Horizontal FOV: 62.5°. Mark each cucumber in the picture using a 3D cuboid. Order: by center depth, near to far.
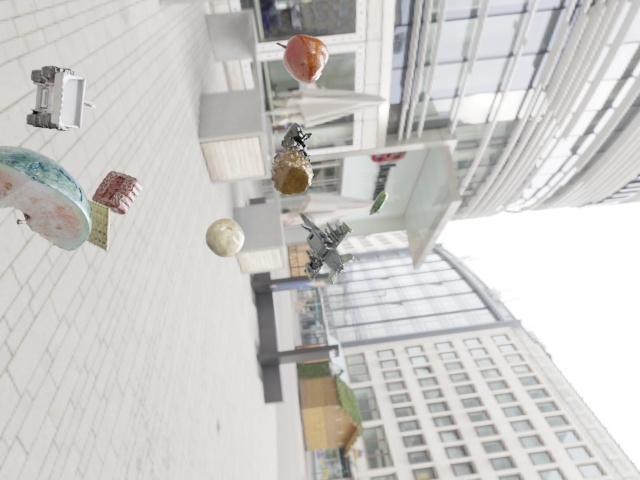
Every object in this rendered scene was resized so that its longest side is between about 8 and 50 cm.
[{"bbox_3d":[0.214,-0.138,1.942,0.155,0.037,0.037,119,-32,-55],"label":"cucumber"}]

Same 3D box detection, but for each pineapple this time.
[{"bbox_3d":[-0.070,-0.216,1.372,0.111,0.119,0.237,53,21,-32],"label":"pineapple"}]

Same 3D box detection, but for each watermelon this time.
[{"bbox_3d":[-0.662,-0.138,1.268,0.322,0.188,0.175,48,29,-48],"label":"watermelon"}]

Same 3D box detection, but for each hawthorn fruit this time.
[{"bbox_3d":[-0.083,-0.764,2.189,0.196,0.226,0.196,-60,-176,6],"label":"hawthorn fruit"}]

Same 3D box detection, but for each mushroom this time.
[{"bbox_3d":[-0.401,-0.012,2.208,0.127,0.166,0.166,4,-78,59],"label":"mushroom"}]

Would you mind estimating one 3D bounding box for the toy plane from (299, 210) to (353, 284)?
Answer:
[{"bbox_3d":[-0.007,-0.002,1.450,0.088,0.192,0.262,10,33,-52],"label":"toy plane"}]

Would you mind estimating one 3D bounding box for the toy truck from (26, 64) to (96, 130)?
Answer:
[{"bbox_3d":[-0.563,-0.305,1.151,0.286,0.111,0.136,20,-75,50],"label":"toy truck"}]

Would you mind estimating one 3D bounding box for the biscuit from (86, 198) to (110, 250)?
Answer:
[{"bbox_3d":[-0.714,-0.059,1.614,0.016,0.232,0.138,-11,113,-53],"label":"biscuit"}]

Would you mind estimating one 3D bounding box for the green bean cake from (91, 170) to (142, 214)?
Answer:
[{"bbox_3d":[-0.689,-0.164,1.785,0.135,0.136,0.056,-64,158,-22],"label":"green bean cake"}]
